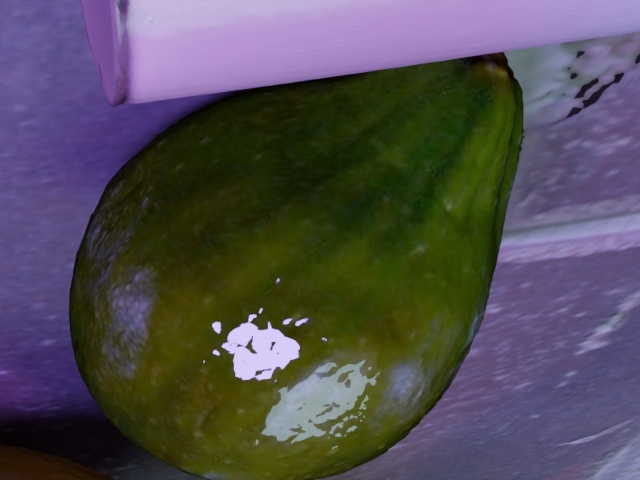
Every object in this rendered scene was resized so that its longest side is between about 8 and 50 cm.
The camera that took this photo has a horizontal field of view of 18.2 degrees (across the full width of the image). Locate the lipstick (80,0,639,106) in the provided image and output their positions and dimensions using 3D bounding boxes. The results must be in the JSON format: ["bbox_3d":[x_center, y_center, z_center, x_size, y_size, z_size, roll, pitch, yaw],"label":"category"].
[{"bbox_3d":[0.108,-0.095,0.445,0.327,0.087,0.087,-10,159,-11],"label":"lipstick"}]

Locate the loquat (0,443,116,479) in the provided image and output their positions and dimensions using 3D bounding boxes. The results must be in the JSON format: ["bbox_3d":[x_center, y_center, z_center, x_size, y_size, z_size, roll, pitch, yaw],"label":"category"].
[{"bbox_3d":[-0.188,0.229,0.838,0.359,0.328,0.328,34,152,0],"label":"loquat"}]

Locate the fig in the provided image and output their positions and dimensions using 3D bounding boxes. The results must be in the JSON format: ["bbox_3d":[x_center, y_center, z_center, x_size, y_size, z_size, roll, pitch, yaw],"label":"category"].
[{"bbox_3d":[0.000,0.000,0.602,0.123,0.123,0.156,3,138,-37],"label":"fig"}]
